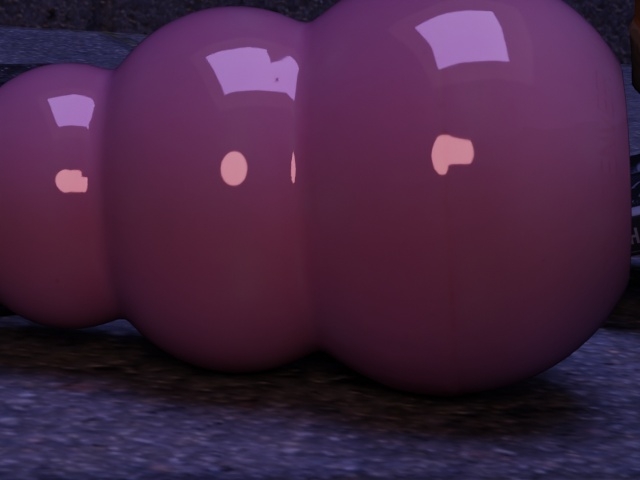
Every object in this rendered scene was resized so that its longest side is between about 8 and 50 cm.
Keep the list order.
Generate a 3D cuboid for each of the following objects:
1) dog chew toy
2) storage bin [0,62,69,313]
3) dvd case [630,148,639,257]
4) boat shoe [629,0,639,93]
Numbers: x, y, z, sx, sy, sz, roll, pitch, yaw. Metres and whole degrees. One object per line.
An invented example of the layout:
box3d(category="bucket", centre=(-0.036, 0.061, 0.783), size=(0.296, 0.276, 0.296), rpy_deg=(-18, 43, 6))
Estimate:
box3d(category="dog chew toy", centre=(-0.020, -0.026, 0.948), size=(0.331, 0.207, 0.206), rpy_deg=(-2, 10, 6))
box3d(category="storage bin", centre=(-0.166, -0.031, 1.073), size=(0.084, 0.122, 0.180), rpy_deg=(13, 13, 38))
box3d(category="dvd case", centre=(0.166, -0.020, 1.240), size=(0.179, 0.030, 0.238), rpy_deg=(-12, 8, 19))
box3d(category="boat shoe", centre=(0.229, -0.051, 0.401), size=(0.324, 0.120, 0.122), rpy_deg=(10, 12, 24))
